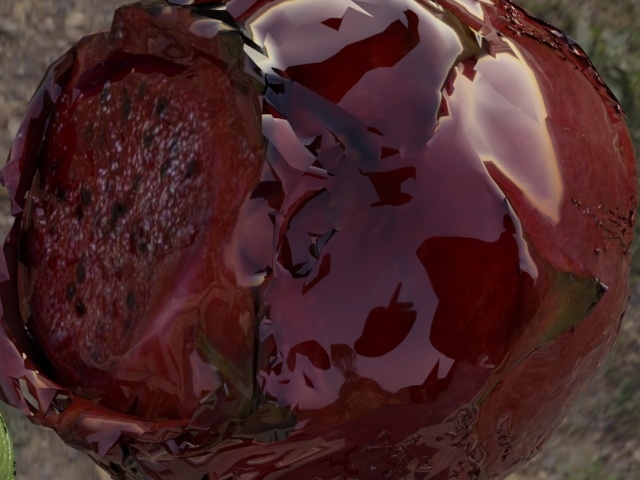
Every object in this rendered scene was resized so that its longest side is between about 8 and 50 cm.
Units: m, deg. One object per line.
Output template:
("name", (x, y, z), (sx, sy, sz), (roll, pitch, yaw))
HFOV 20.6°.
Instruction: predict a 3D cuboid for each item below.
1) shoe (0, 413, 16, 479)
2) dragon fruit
("shoe", (-0.361, 0.150, 1.621), (0.128, 0.140, 0.262), (-26, 80, 15))
("dragon fruit", (0.000, 0.000, 0.828), (0.296, 0.302, 0.295), (1, 93, 29))
